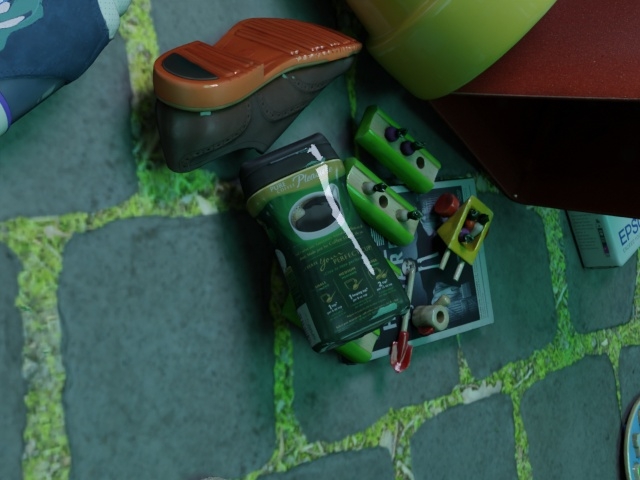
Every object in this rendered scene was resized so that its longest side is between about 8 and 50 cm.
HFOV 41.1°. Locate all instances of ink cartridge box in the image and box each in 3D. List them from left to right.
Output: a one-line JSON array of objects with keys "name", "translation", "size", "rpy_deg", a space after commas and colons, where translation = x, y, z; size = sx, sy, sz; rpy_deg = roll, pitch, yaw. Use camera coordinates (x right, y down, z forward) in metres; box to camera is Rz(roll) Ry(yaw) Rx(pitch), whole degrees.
[{"name": "ink cartridge box", "translation": [0.442, -0.174, 1.260], "size": [0.324, 0.071, 0.330], "rpy_deg": [-34, 111, -39]}]

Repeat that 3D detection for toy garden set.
[{"name": "toy garden set", "translation": [0.089, 0.014, 0.878], "size": [0.204, 0.049, 0.244], "rpy_deg": [37, 64, -32]}]

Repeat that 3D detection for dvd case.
[{"name": "dvd case", "translation": [0.102, 0.026, 0.946], "size": [0.238, 0.029, 0.179], "rpy_deg": [-9, 92, -44]}]

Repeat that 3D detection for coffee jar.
[{"name": "coffee jar", "translation": [0.000, 0.000, 0.763], "size": [0.096, 0.079, 0.184], "rpy_deg": [-23, 81, -10]}]

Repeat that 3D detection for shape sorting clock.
[{"name": "shape sorting clock", "translation": [0.521, 0.333, 1.305], "size": [0.206, 0.040, 0.206], "rpy_deg": [5, 83, -43]}]

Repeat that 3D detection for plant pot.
[{"name": "plant pot", "translation": [0.100, -0.310, 0.844], "size": [0.239, 0.254, 0.254], "rpy_deg": [40, 59, -16]}, {"name": "plant pot", "translation": [0.322, -0.189, 0.960], "size": [0.267, 0.267, 0.236], "rpy_deg": [37, 71, -46]}]

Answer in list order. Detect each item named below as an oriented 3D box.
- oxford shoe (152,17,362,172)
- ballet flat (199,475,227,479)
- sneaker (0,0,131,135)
[{"name": "oxford shoe", "translation": [-0.055, -0.141, 0.792], "size": [0.271, 0.097, 0.098], "rpy_deg": [-31, 139, -47]}, {"name": "ballet flat", "translation": [-0.089, 0.354, 0.681], "size": [0.107, 0.106, 0.316], "rpy_deg": [22, 71, -40]}, {"name": "sneaker", "translation": [-0.261, -0.240, 0.556], "size": [0.323, 0.130, 0.236], "rpy_deg": [52, 55, -29]}]
